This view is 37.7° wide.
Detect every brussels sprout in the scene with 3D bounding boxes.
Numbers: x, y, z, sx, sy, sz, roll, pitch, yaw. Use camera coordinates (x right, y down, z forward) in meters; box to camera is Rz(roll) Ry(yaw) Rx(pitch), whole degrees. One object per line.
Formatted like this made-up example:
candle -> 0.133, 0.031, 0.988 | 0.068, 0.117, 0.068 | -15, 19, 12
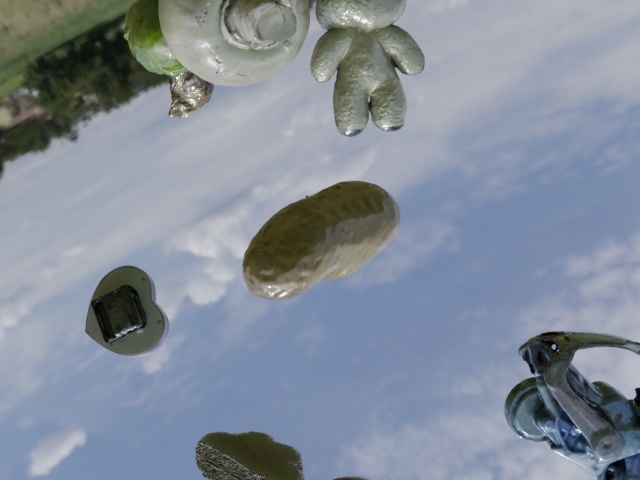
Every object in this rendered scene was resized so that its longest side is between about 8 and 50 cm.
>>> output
brussels sprout -> -0.248, -0.358, 1.536 | 0.122, 0.149, 0.152 | 100, 0, -65

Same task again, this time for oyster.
oyster -> -0.276, -0.363, 1.881 | 0.107, 0.233, 0.161 | -7, -156, 1

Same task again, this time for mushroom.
mushroom -> -0.118, -0.350, 1.416 | 0.246, 0.246, 0.202 | -34, -146, -16

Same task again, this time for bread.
bread -> -0.153, 0.557, 2.337 | 0.337, 0.102, 0.183 | 17, -152, 40

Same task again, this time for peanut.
peanut -> 0.000, 0.000, 1.866 | 0.387, 0.192, 0.169 | -24, -127, -35

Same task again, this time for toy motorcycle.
toy motorcycle -> 0.473, 0.284, 1.552 | 0.241, 0.319, 0.182 | -47, -161, 31

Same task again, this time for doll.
doll -> 0.066, -0.313, 1.549 | 0.149, 0.278, 0.175 | 9, -162, 44

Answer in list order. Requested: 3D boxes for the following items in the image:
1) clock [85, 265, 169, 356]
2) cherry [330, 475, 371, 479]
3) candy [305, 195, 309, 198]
clock -> -0.422, 0.157, 1.981 | 0.172, 0.198, 0.064 | -25, 163, 4
cherry -> 0.055, 0.644, 2.052 | 0.206, 0.239, 0.239 | 23, -138, 22
candy -> -0.009, -0.032, 2.323 | 0.060, 0.201, 0.060 | -12, -142, 9
